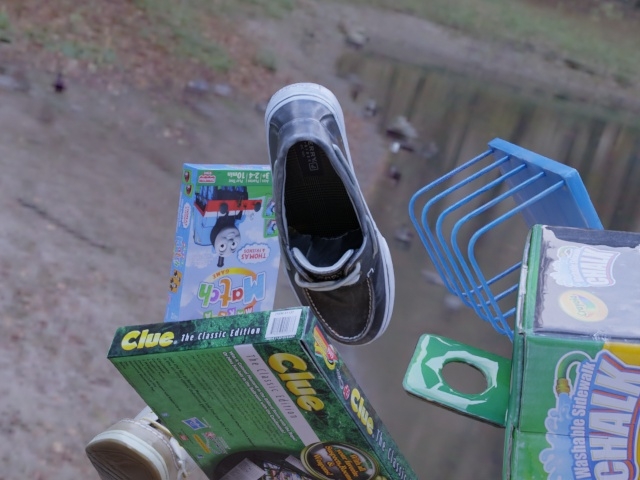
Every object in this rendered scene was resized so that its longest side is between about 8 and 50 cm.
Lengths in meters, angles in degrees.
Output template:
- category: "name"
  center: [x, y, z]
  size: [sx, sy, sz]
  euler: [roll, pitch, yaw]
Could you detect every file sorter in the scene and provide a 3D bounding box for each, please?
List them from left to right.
- category: "file sorter"
  center: [0.155, 0.002, 1.027]
  size: [0.104, 0.118, 0.170]
  euler: [-29, 17, -4]

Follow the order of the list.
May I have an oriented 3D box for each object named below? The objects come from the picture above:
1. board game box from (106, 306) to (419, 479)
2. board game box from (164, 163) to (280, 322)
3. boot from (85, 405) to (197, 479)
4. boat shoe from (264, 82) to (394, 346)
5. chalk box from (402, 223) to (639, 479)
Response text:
- category: "board game box"
  center: [-0.019, 0.138, 0.829]
  size: [0.136, 0.259, 0.030]
  euler: [-5, 47, 25]
- category: "board game box"
  center: [-0.120, 0.006, 1.655]
  size: [0.160, 0.211, 0.039]
  euler: [-3, 17, -43]
- category: "boot"
  center: [-0.116, 0.144, 1.063]
  size: [0.077, 0.165, 0.213]
  euler: [37, -20, 7]
- category: "boat shoe"
  center: [0.000, 0.000, 1.338]
  size: [0.121, 0.335, 0.119]
  euler: [-11, 35, 11]
- category: "chalk box"
  center: [0.198, 0.105, 0.774]
  size: [0.289, 0.179, 0.180]
  euler: [4, 21, 12]
